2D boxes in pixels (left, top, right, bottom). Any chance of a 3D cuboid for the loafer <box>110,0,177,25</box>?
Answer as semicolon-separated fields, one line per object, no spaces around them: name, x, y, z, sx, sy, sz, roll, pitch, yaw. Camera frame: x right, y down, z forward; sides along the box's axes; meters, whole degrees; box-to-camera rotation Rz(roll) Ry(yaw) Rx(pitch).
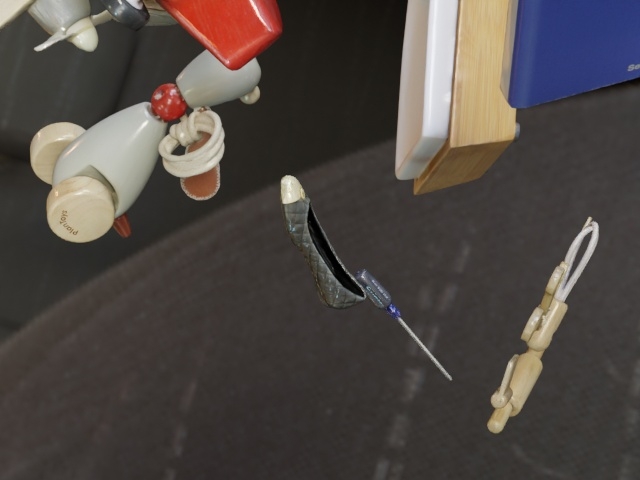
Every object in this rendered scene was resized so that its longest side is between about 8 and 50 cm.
loafer;-0.160;-0.252;1.691;0.045;0.125;0.039;60;-148;-76

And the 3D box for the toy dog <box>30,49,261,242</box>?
toy dog;-0.201;-0.102;1.968;0.334;0.161;0.220;-16;50;27

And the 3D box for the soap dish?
soap dish;0.169;-0.216;1.913;0.229;0.118;0.290;119;158;-76

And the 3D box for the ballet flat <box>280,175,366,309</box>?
ballet flat;0.000;0.000;1.744;0.049;0.173;0.057;-14;28;23

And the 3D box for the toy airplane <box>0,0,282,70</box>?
toy airplane;-0.181;-0.369;1.628;0.272;0.386;0.384;14;-96;-66

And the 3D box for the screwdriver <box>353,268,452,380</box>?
screwdriver;0.097;0.096;1.803;0.024;0.170;0.025;-35;19;25

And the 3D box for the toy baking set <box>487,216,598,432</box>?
toy baking set;0.239;0.084;1.660;0.256;0.030;0.196;-48;-18;-55

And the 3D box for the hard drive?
hard drive;0.271;-0.257;1.404;0.318;0.210;0.040;88;164;-54
